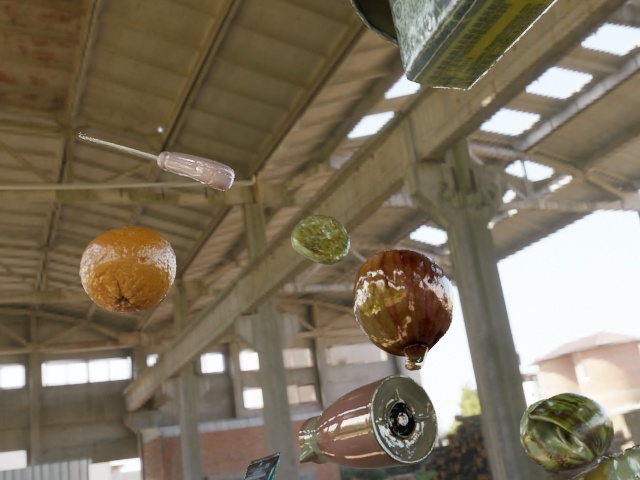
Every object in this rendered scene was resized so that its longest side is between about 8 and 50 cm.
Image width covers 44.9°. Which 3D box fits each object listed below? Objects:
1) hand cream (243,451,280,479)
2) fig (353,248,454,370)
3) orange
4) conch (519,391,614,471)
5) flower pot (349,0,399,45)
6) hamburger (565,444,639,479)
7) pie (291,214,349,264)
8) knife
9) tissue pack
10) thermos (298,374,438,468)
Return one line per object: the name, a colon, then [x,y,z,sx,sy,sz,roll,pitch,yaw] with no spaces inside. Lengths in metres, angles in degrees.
hand cream: [-0.164,0.624,1.802,0.061,0.271,0.120,38,-46,-25]
fig: [0.137,0.125,1.219,0.175,0.207,0.175,-11,-27,-6]
orange: [-0.274,0.046,1.105,0.135,0.118,0.136,-1,-28,0]
conch: [0.426,0.328,1.366,0.181,0.124,0.187,-8,-47,48]
flower pot: [0.156,-0.490,1.507,0.189,0.243,0.157,-30,15,51]
hamburger: [0.407,0.409,1.014,0.317,0.195,0.277,8,-43,-34]
pie: [0.002,0.000,1.055,0.084,0.084,0.021,-3,-37,-14]
knife: [-0.290,-0.149,1.373,0.335,0.043,0.081,19,-3,28]
tissue pack: [0.126,-0.251,0.549,0.081,0.186,0.257,0,-20,-21]
thermos: [0.075,0.329,1.372,0.176,0.146,0.265,-31,0,-39]
